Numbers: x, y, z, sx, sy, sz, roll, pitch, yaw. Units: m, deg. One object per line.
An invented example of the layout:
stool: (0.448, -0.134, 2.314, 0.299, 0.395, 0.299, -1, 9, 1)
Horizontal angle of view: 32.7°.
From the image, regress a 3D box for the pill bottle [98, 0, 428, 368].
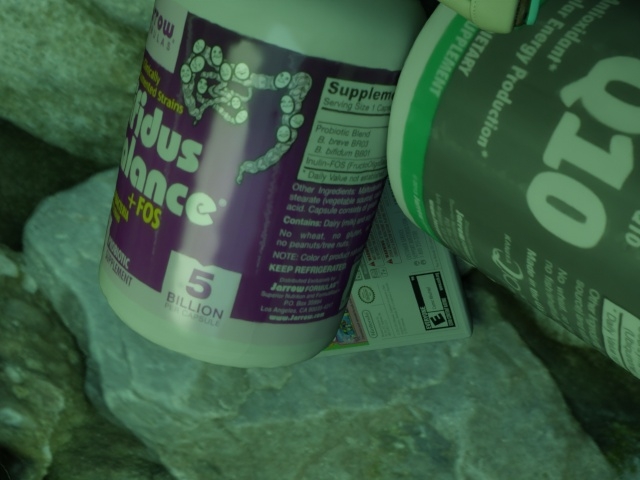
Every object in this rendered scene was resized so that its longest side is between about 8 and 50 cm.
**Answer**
pill bottle: (-0.030, -0.087, 0.677, 0.169, 0.169, 0.302, 16, 110, -1)

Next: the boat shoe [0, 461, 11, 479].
boat shoe: (-0.373, 0.264, 1.054, 0.227, 0.068, 0.081, -32, 78, 25)

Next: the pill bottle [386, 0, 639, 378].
pill bottle: (0.223, -0.011, 0.571, 0.361, 0.204, 0.204, 36, 135, 37)

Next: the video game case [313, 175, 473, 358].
video game case: (0.000, 0.000, 0.833, 0.193, 0.023, 0.212, -10, 122, 16)

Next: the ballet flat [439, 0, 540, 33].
ballet flat: (0.086, -0.185, 0.560, 0.086, 0.248, 0.086, 9, 126, 12)
